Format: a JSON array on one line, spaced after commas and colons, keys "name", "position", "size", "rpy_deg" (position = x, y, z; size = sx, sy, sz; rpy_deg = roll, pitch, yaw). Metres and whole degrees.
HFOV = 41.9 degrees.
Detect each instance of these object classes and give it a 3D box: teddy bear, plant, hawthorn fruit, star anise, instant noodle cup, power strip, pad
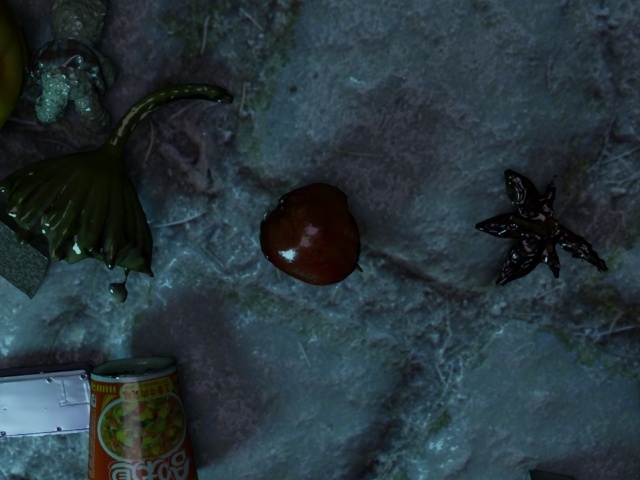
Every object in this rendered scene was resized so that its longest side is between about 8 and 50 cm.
[{"name": "teddy bear", "position": [-0.355, -0.258, 1.180], "size": [0.133, 0.111, 0.213], "rpy_deg": [7, 104, -3]}, {"name": "plant", "position": [-0.311, -0.107, 1.226], "size": [0.251, 0.180, 0.333], "rpy_deg": [27, 76, -16]}, {"name": "hawthorn fruit", "position": [0.000, 0.000, 1.207], "size": [0.172, 0.148, 0.148], "rpy_deg": [42, 101, -17]}, {"name": "star anise", "position": [0.307, -0.006, 1.231], "size": [0.157, 0.053, 0.212], "rpy_deg": [-32, 101, 8]}, {"name": "instant noodle cup", "position": [-0.277, 0.293, 1.270], "size": [0.193, 0.193, 0.212], "rpy_deg": [-3, 94, 3]}, {"name": "power strip", "position": [-0.482, 0.260, 1.336], "size": [0.279, 0.037, 0.109], "rpy_deg": [-6, 102, 4]}, {"name": "pad", "position": [-0.508, -0.013, 1.243], "size": [0.235, 0.003, 0.158], "rpy_deg": [40, 143, -5]}]

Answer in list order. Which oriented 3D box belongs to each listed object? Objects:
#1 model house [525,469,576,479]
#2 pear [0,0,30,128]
[{"name": "model house", "position": [0.360, 0.430, 1.300], "size": [0.088, 0.101, 0.100], "rpy_deg": [11, 104, -2]}, {"name": "pear", "position": [-0.561, -0.246, 1.109], "size": [0.336, 0.285, 0.285], "rpy_deg": [21, 103, 1]}]
